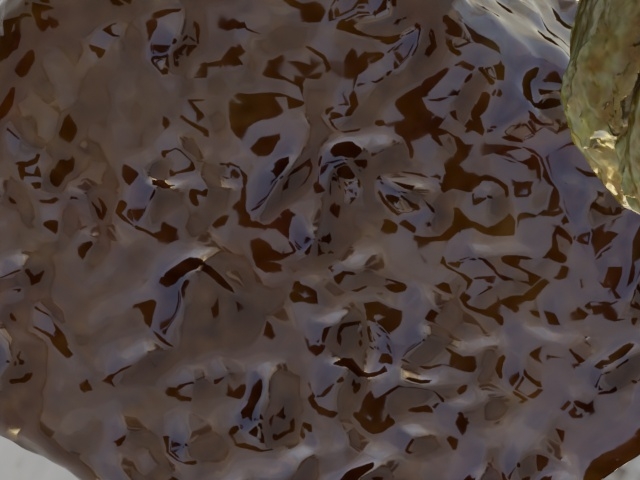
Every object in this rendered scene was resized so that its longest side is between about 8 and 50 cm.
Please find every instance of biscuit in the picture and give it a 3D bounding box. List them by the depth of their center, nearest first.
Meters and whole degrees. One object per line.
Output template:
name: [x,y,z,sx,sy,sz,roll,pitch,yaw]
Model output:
biscuit: [0.000,0.000,0.964,0.342,0.395,0.166,-52,-168,25]

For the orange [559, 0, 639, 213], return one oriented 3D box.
orange: [0.141,-0.044,0.534,0.134,0.156,0.156,76,33,-43]
